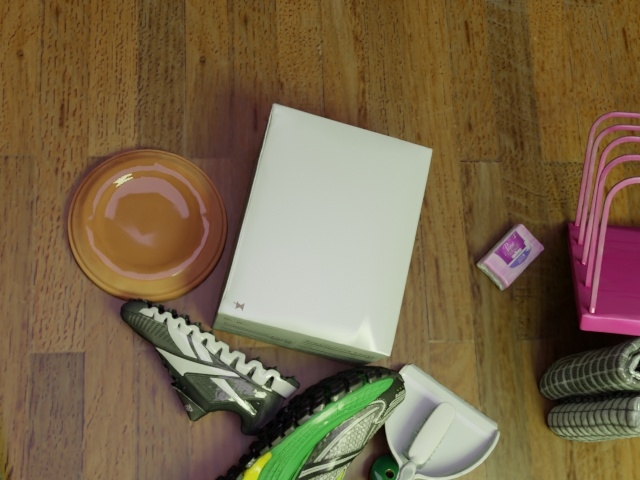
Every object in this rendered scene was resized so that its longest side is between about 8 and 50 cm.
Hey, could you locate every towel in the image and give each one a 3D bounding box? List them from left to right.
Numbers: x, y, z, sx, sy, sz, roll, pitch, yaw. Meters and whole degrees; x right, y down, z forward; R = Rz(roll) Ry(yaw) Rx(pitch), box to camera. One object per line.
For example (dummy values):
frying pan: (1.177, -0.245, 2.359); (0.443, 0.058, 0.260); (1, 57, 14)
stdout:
towel: (0.440, 0.163, 1.011); (0.283, 0.235, 0.121); (-9, 75, -12)

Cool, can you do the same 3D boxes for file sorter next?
file sorter: (0.411, -0.030, 0.970); (0.202, 0.291, 0.182); (5, 113, 12)

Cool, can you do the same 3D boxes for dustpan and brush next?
dustpan and brush: (0.117, 0.256, 0.991); (0.147, 0.060, 0.211); (35, 63, 9)

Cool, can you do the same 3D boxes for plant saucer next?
plant saucer: (-0.215, -0.022, 1.036); (0.200, 0.037, 0.200); (2, 77, -10)

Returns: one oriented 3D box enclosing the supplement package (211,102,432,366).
supplement package: (0.000, 0.000, 1.014); (0.204, 0.145, 0.262); (15, 75, -6)

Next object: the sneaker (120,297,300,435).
sneaker: (-0.148, 0.156, 0.984); (0.234, 0.078, 0.106); (29, 81, 1)

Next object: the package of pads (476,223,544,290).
package of pads: (0.255, 0.022, 1.114); (0.083, 0.032, 0.050); (-43, 89, -16)

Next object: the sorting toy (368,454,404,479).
sorting toy: (0.144, 0.392, 0.988); (0.132, 0.046, 0.274); (-6, 64, -12)

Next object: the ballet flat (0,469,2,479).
ballet flat: (-0.390, 0.255, 0.933); (0.084, 0.058, 0.250); (-24, 74, 21)

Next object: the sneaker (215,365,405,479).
sneaker: (-0.021, 0.284, 0.965); (0.146, 0.134, 0.343); (45, 82, -5)
